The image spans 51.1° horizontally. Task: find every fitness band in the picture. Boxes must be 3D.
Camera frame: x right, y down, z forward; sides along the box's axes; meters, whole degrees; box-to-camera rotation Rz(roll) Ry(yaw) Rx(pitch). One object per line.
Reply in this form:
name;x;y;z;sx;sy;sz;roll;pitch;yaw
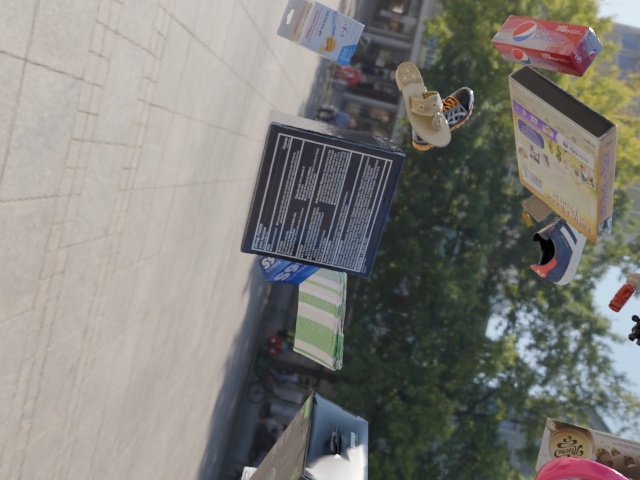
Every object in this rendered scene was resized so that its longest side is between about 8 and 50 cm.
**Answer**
fitness band;0.523;0.519;1.236;0.209;0.291;0.054;-29;-167;50

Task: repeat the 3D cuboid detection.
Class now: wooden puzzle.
wooden puzzle;0.639;-0.099;1.957;0.116;0.079;0.014;-37;169;15

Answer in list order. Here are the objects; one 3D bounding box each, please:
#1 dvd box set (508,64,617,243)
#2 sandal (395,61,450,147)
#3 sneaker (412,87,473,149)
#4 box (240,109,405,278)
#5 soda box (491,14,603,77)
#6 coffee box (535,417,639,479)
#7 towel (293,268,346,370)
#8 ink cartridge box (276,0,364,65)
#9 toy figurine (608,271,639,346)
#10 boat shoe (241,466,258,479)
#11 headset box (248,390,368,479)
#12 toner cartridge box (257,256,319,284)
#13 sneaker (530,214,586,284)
dvd box set;0.616;-0.210;1.705;0.308;0.062;0.420;52;-6;39
sandal;0.257;-0.348;1.661;0.079;0.088;0.240;110;-43;-74
sneaker;0.325;-0.334;1.774;0.215;0.084;0.083;-46;142;-9
box;-0.005;-0.106;1.491;0.183;0.293;0.297;-105;-151;-69
soda box;0.557;-0.487;1.665;0.092;0.083;0.263;-53;-142;-1
coffee box;0.818;0.664;2.005;0.119;0.297;0.168;53;53;-52
towel;-0.005;0.228;2.145;0.247;0.038;0.325;14;-77;53
ink cartridge box;0.000;-0.495;1.574;0.061;0.181;0.104;39;-70;55
toy figurine;0.974;0.199;1.931;0.148;0.213;0.209;-42;-166;-18
boat shoe;-0.169;0.592;1.458;0.226;0.075;0.083;-65;165;-63
headset box;-0.030;0.452;1.208;0.283;0.131;0.246;-56;-172;20
toner cartridge box;0.000;0.000;1.897;0.347;0.075;0.165;-38;155;24
sneaker;0.782;-0.039;2.178;0.131;0.148;0.350;129;-19;-78
